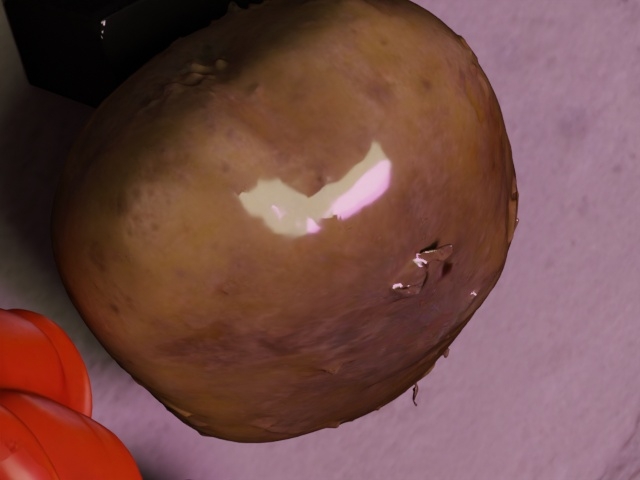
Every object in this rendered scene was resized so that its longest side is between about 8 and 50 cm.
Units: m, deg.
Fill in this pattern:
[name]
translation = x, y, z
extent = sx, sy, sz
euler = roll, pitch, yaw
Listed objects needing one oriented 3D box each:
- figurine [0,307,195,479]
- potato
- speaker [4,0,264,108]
[figurine]
translation = -0.130, 0.197, 0.799
extent = 0.306, 0.241, 0.412
euler = -56, 140, 0
[potato]
translation = 0.000, 0.000, 0.832
extent = 0.191, 0.141, 0.296
euler = -41, 162, -1
[speaker]
translation = -0.024, -0.126, 0.857
extent = 0.218, 0.082, 0.044
euler = -31, 121, -26
